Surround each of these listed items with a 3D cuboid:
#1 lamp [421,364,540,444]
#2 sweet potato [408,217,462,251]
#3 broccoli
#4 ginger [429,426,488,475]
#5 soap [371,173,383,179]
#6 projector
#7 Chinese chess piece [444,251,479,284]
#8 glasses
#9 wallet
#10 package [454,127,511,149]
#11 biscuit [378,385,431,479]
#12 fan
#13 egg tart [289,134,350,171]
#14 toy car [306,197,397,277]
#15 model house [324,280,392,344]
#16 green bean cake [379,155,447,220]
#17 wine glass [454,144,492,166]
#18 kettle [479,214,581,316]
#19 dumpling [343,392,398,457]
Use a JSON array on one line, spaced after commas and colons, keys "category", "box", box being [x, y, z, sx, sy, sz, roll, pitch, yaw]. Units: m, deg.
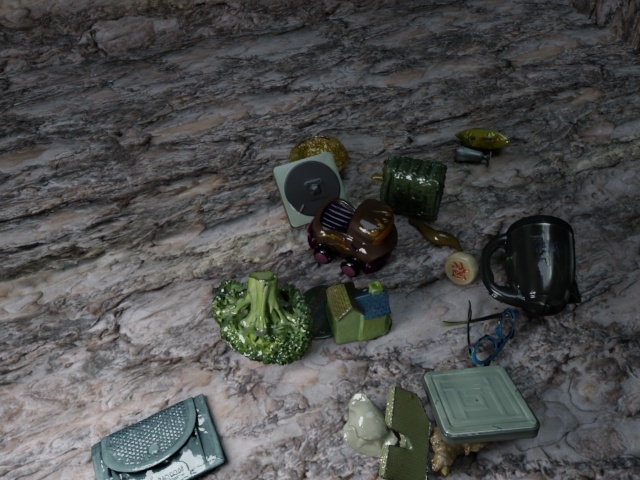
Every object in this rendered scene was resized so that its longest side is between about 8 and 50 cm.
[{"category": "lamp", "box": [0.451, 0.467, 1.392, 0.266, 0.047, 0.269, -6, 23, -1]}, {"category": "sweet potato", "box": [0.438, -0.025, 1.869, 0.249, 0.060, 0.069, 30, 37, 28]}, {"category": "broccoli", "box": [-0.172, 0.220, 1.549, 0.375, 0.302, 0.249, 25, 16, 26]}, {"category": "ginger", "box": [0.378, 0.562, 1.366, 0.213, 0.074, 0.137, -28, 40, -16]}, {"category": "soap", "box": [0.269, -0.280, 2.114, 0.089, 0.012, 0.034, 7, 50, 7]}, {"category": "projector", "box": [-0.039, -0.204, 1.957, 0.258, 0.079, 0.258, -18, 86, -13]}, {"category": "Chinese chess piece", "box": [0.504, 0.099, 1.717, 0.122, 0.122, 0.051, 35, 43, 27]}, {"category": "glasses", "box": [0.514, 0.281, 1.576, 0.206, 0.102, 0.239, 35, 59, 26]}, {"category": "wallet", "box": [-0.462, 0.600, 1.359, 0.341, 0.075, 0.237, -22, 50, -16]}, {"category": "package", "box": [0.736, -0.463, 2.184, 0.226, 0.090, 0.168, 6, 17, -1]}, {"category": "biscuit", "box": [0.237, 0.547, 1.337, 0.147, 0.046, 0.250, 25, 58, -21]}, {"category": "fan", "box": [0.043, 0.247, 1.680, 0.293, 0.012, 0.224, 0, 48, 1]}, {"category": "egg tart", "box": [0.001, -0.347, 2.121, 0.290, 0.107, 0.291, -2, 53, 3]}, {"category": "toy car", "box": [0.120, -0.044, 1.770, 0.340, 0.241, 0.271, 23, 52, 13]}, {"category": "model house", "box": [0.129, 0.205, 1.585, 0.213, 0.189, 0.195, -9, 51, -7]}, {"category": "green bean cake", "box": [0.359, -0.205, 1.900, 0.254, 0.241, 0.132, 15, 56, 13]}, {"category": "wine glass", "box": [0.682, -0.379, 2.151, 0.155, 0.072, 0.072, 13, 51, 12]}, {"category": "kettle", "box": [0.712, 0.101, 1.651, 0.320, 0.228, 0.325, 8, 55, 11]}, {"category": "dumpling", "box": [0.128, 0.539, 1.385, 0.134, 0.100, 0.169, -38, 91, 5]}]
